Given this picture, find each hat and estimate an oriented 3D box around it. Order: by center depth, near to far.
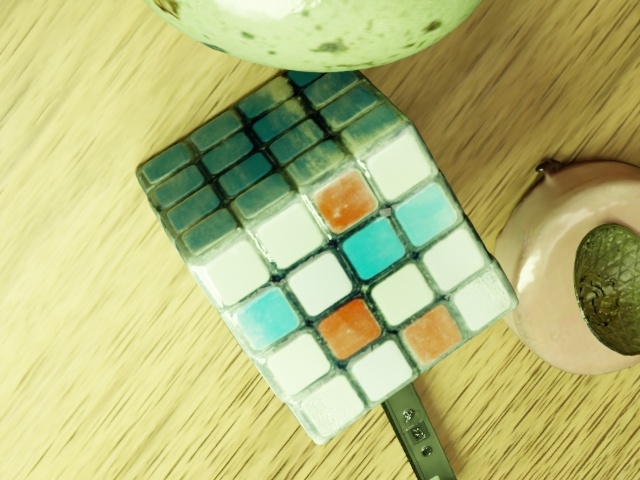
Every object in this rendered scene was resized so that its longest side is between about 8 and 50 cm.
[{"bbox_3d":[0.303,0.060,1.959,0.146,0.067,0.146,13,68,-36],"label":"hat"}]

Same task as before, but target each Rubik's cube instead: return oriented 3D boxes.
[{"bbox_3d":[0.001,-0.001,1.812,0.256,0.259,0.253,-34,118,-3],"label":"Rubik's cube"}]

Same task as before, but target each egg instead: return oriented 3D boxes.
[{"bbox_3d":[-0.005,-0.295,1.660,0.379,0.287,0.288,-12,117,-13],"label":"egg"}]

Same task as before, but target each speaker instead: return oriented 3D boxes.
[{"bbox_3d":[0.104,0.211,2.066,0.040,0.046,0.191,-28,119,-6],"label":"speaker"}]

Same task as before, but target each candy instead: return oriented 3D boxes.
[{"bbox_3d":[0.311,0.026,2.031,0.255,0.094,0.255,-8,116,-16],"label":"candy"}]
